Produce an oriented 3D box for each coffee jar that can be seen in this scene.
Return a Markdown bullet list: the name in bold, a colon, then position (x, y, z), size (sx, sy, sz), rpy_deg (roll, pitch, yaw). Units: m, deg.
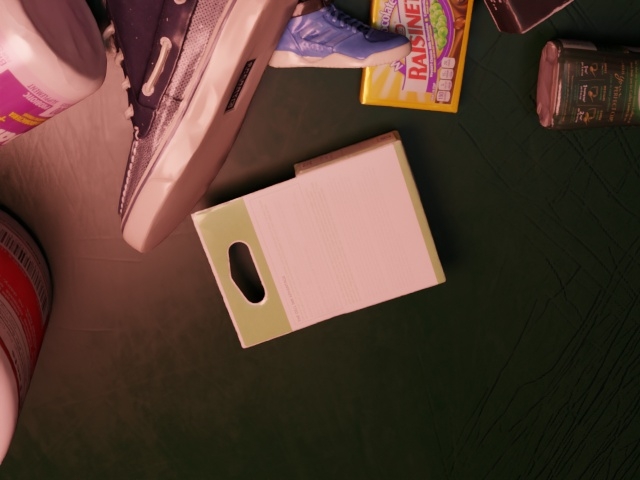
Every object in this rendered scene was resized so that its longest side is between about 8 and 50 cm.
- **coffee jar**: position (0.325, -0.161, 1.253), size (0.184, 0.079, 0.096), rpy_deg (2, 105, -5)

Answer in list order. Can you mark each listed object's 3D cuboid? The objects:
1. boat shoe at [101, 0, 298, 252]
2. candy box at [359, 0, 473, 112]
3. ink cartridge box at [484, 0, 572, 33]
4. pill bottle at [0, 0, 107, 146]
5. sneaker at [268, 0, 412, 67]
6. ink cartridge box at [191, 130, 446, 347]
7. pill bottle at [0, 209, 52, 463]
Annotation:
- **boat shoe**: position (-0.157, -0.163, 1.200), size (0.158, 0.127, 0.340), rpy_deg (34, 112, 10)
- **candy box**: position (0.104, -0.238, 1.233), size (0.105, 0.027, 0.206), rpy_deg (5, 108, -3)
- **ink cartridge box**: position (0.291, -0.372, 1.152), size (0.371, 0.069, 0.176), rpy_deg (-35, 108, -8)
- **pill bottle**: position (-0.368, -0.148, 1.132), size (0.301, 0.169, 0.169), rpy_deg (-27, 110, 16)
- **sneaker**: position (0.015, -0.220, 1.201), size (0.152, 0.058, 0.085), rpy_deg (2, 111, 18)
- **ink cartridge box**: position (0.000, 0.000, 1.290), size (0.235, 0.056, 0.171), rpy_deg (-18, 109, 4)
- **pill bottle**: position (-0.384, 0.115, 1.103), size (0.229, 0.408, 0.229), rpy_deg (-2, 109, -5)
